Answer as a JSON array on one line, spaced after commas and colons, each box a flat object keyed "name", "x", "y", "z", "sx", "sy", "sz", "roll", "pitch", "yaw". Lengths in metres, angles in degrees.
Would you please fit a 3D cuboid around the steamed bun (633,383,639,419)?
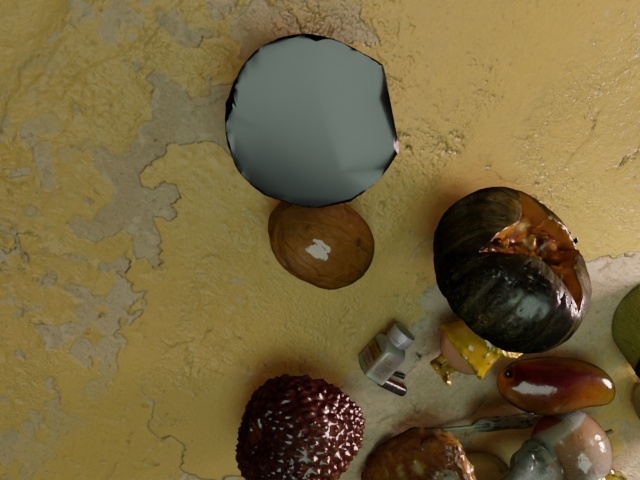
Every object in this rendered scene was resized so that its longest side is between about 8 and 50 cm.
[{"name": "steamed bun", "x": 0.831, "y": 0.414, "z": 1.556, "sx": 0.250, "sy": 0.200, "sz": 0.155, "roll": 18, "pitch": 112, "yaw": -13}]

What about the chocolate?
[{"name": "chocolate", "x": -0.018, "y": -0.211, "z": 1.143, "sx": 0.283, "sy": 0.186, "sz": 0.284, "roll": 1, "pitch": 114, "yaw": 1}]

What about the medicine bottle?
[{"name": "medicine bottle", "x": 0.136, "y": 0.228, "z": 1.431, "sx": 0.055, "sy": 0.074, "sz": 0.118, "roll": 35, "pitch": 105, "yaw": -21}]

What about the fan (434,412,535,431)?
[{"name": "fan", "x": 0.361, "y": 0.410, "z": 1.550, "sx": 0.226, "sy": 0.008, "sz": 0.152, "roll": -9, "pitch": 152, "yaw": 11}]

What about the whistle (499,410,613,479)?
[{"name": "whistle", "x": 0.493, "y": 0.477, "z": 1.531, "sx": 0.347, "sy": 0.189, "sz": 0.189, "roll": -21, "pitch": 117, "yaw": -16}]

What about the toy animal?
[{"name": "toy animal", "x": 0.325, "y": 0.197, "z": 1.419, "sx": 0.229, "sy": 0.156, "sz": 0.156, "roll": -39, "pitch": 115, "yaw": -2}]

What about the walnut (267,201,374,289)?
[{"name": "walnut", "x": 0.000, "y": 0.000, "z": 1.253, "sx": 0.207, "sy": 0.167, "sz": 0.167, "roll": 30, "pitch": 107, "yaw": -29}]

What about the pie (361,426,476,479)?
[{"name": "pie", "x": 0.227, "y": 0.555, "z": 1.528, "sx": 0.308, "sy": 0.085, "sz": 0.308, "roll": 4, "pitch": 101, "yaw": 23}]

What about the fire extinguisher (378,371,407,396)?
[{"name": "fire extinguisher", "x": 0.149, "y": 0.297, "z": 1.489, "sx": 0.100, "sy": 0.032, "sz": 0.046, "roll": 31, "pitch": 118, "yaw": -27}]

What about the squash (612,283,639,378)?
[{"name": "squash", "x": 0.748, "y": 0.202, "z": 1.515, "sx": 0.220, "sy": 0.133, "sz": 0.220, "roll": -12, "pitch": 128, "yaw": -15}]

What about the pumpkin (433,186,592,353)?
[{"name": "pumpkin", "x": 0.343, "y": 0.050, "z": 1.261, "sx": 0.320, "sy": 0.321, "sz": 0.192, "roll": 29, "pitch": 133, "yaw": -20}]

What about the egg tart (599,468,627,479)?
[{"name": "egg tart", "x": 0.612, "y": 0.684, "z": 1.670, "sx": 0.345, "sy": 0.132, "sz": 0.346, "roll": -7, "pitch": 116, "yaw": -15}]

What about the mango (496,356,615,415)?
[{"name": "mango", "x": 0.504, "y": 0.316, "z": 1.509, "sx": 0.267, "sy": 0.111, "sz": 0.133, "roll": 4, "pitch": 105, "yaw": -8}]

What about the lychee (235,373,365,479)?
[{"name": "lychee", "x": -0.031, "y": 0.390, "z": 1.400, "sx": 0.271, "sy": 0.271, "sz": 0.272, "roll": -3, "pitch": 115, "yaw": -7}]

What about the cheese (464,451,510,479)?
[{"name": "cheese", "x": 0.343, "y": 0.591, "z": 1.613, "sx": 0.225, "sy": 0.117, "sz": 0.214, "roll": 8, "pitch": 107, "yaw": -8}]
